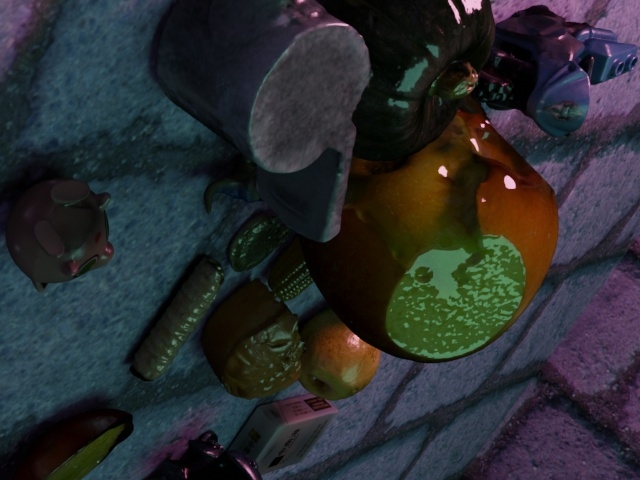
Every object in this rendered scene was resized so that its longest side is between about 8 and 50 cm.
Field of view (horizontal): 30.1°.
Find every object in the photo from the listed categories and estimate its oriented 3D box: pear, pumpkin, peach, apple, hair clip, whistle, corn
[{"bbox_3d":[0.030,0.205,2.215,0.178,0.178,0.178,-38,155,-21],"label":"pear"},{"bbox_3d":[0.106,-0.237,1.569,0.300,0.207,0.300,-47,164,-19],"label":"pumpkin"},{"bbox_3d":[-0.403,0.341,1.782,0.279,0.068,0.189,-37,162,-27],"label":"peach"},{"bbox_3d":[0.164,-0.014,1.725,0.374,0.374,0.384,-52,154,11],"label":"apple"},{"bbox_3d":[-0.197,0.473,2.173,0.194,0.206,0.310,-41,152,-29],"label":"hair clip"},{"bbox_3d":[-0.042,-0.166,1.420,0.188,0.168,0.405,-49,149,-8],"label":"whistle"},{"bbox_3d":[0.000,0.000,1.930,0.231,0.080,0.080,-47,157,8],"label":"corn"}]

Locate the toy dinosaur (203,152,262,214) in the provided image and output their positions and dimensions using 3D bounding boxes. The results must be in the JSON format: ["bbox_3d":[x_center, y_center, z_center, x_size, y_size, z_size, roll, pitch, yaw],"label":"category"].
[{"bbox_3d":[-0.096,-0.059,1.680,0.247,0.075,0.188,-36,158,-40],"label":"toy dinosaur"}]

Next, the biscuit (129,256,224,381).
[{"bbox_3d":[-0.211,0.122,1.775,0.055,0.061,0.219,29,104,-20],"label":"biscuit"}]

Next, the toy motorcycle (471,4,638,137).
[{"bbox_3d":[0.396,-0.275,1.974,0.416,0.232,0.172,-22,134,-46],"label":"toy motorcycle"}]

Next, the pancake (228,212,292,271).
[{"bbox_3d":[-0.094,0.003,1.834,0.116,0.022,0.129,-45,157,1],"label":"pancake"}]

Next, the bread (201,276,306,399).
[{"bbox_3d":[-0.117,0.176,1.941,0.139,0.143,0.229,-26,147,-19],"label":"bread"}]

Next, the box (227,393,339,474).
[{"bbox_3d":[-0.080,0.396,2.421,0.155,0.067,0.243,-57,155,17],"label":"box"}]

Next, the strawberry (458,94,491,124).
[{"bbox_3d":[0.220,-0.170,1.937,0.098,0.174,0.228,-34,157,19],"label":"strawberry"}]

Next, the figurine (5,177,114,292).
[{"bbox_3d":[-0.294,-0.008,1.351,0.125,0.125,0.138,-38,171,-20],"label":"figurine"}]
